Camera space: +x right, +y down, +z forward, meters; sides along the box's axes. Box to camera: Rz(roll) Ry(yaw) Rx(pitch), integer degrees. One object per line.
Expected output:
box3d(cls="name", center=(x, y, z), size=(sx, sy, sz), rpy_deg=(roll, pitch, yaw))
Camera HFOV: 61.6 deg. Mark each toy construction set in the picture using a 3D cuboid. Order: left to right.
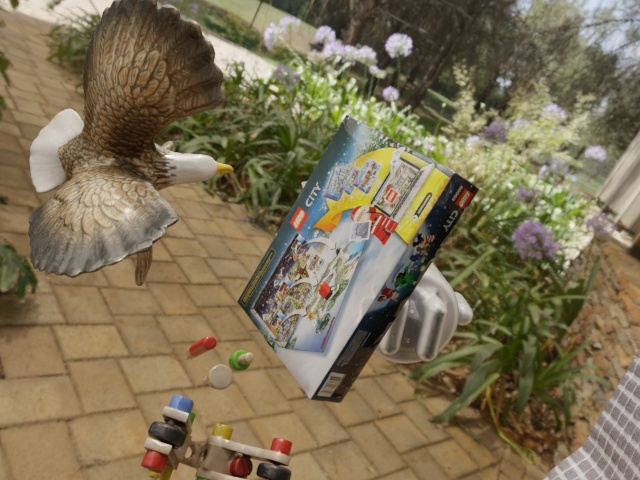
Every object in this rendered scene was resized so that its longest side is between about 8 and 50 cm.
box3d(cls="toy construction set", center=(-0.208, 0.339, 0.946), size=(0.257, 0.237, 0.308), rpy_deg=(4, 70, -29))

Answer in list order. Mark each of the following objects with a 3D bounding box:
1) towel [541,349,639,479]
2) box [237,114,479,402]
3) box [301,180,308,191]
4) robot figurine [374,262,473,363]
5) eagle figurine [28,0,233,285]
box3d(cls="towel", center=(0.341, 0.251, 0.506), size=(0.121, 0.235, 0.283), rpy_deg=(23, 10, -2))
box3d(cls="box", center=(0.023, 0.011, 0.518), size=(0.044, 0.233, 0.159), rpy_deg=(22, 14, -42))
box3d(cls="box", center=(0.000, 0.000, 1.276), size=(0.056, 0.231, 0.183), rpy_deg=(-9, 50, -8))
box3d(cls="robot figurine", center=(0.165, 0.120, 1.117), size=(0.300, 0.199, 0.353), rpy_deg=(14, 13, -5))
box3d(cls="eagle figurine", center=(-0.200, -0.084, 0.554), size=(0.226, 0.225, 0.298), rpy_deg=(59, -10, 0))
